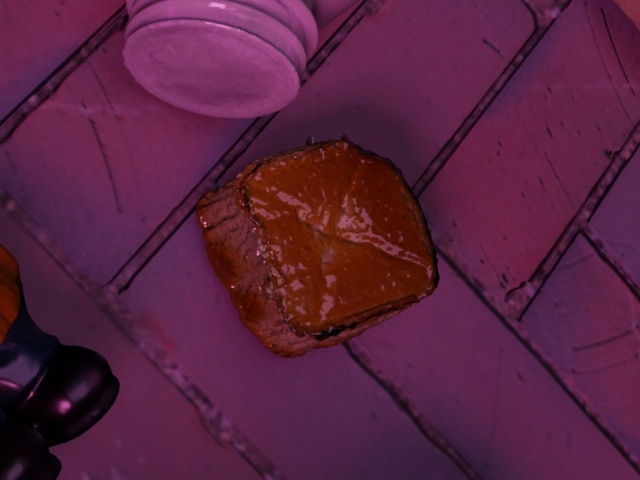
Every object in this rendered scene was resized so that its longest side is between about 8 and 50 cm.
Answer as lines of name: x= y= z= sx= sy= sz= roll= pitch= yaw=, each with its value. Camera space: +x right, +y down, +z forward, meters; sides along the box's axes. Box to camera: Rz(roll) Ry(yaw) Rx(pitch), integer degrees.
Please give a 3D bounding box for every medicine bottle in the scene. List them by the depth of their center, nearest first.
medicine bottle: x=-0.039 y=-0.240 z=1.065 sx=0.179 sy=0.124 sz=0.324 roll=25 pitch=62 yaw=-26

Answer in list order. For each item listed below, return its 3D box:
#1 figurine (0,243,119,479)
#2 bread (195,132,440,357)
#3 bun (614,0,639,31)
figurine: x=-0.256 y=-0.004 z=0.822 sx=0.185 sy=0.205 sz=0.332 roll=-59 pitch=138 yaw=-44
bread: x=0.000 y=0.000 z=1.039 sx=0.140 sy=0.069 sz=0.128 roll=-21 pitch=86 yaw=-35
bun: x=0.310 y=-0.228 z=1.312 sx=0.222 sy=0.127 sz=0.222 roll=0 pitch=87 yaw=-8
